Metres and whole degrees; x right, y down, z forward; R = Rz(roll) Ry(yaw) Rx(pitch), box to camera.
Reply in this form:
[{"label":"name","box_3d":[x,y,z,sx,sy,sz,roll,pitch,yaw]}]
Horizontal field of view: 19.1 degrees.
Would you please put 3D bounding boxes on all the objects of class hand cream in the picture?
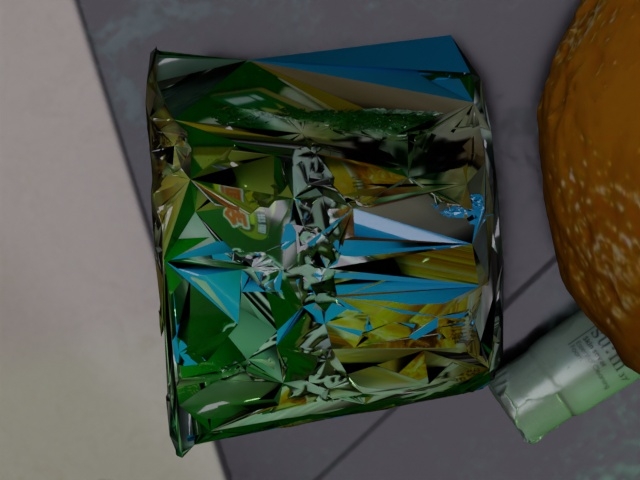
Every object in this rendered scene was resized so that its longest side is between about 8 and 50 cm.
[{"label":"hand cream","box_3d":[0.193,0.045,1.114,0.205,0.050,0.078,-35,86,2]}]

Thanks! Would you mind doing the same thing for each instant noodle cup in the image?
[{"label":"instant noodle cup","box_3d":[0.000,0.000,1.051,0.178,0.240,0.240,-4,95,-3]}]

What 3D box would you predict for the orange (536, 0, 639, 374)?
[{"label":"orange","box_3d":[0.283,-0.047,0.959,0.340,0.293,0.341,0,83,-2]}]
